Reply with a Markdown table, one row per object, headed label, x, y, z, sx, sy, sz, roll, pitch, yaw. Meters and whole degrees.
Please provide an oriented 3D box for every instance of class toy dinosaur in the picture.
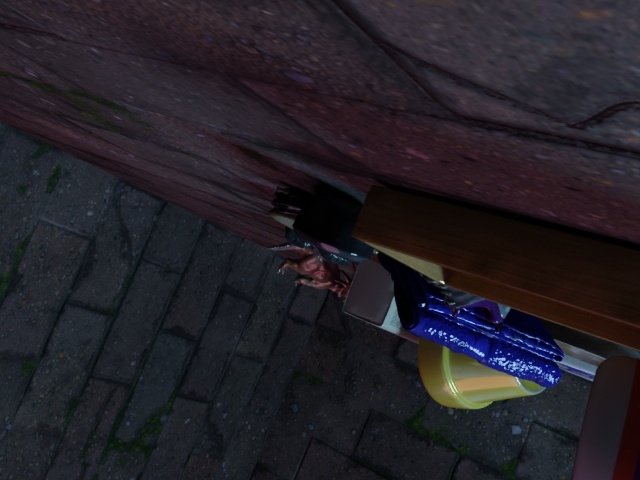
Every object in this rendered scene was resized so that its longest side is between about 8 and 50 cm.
| label | x | y | z | sx | sy | sz | roll | pitch | yaw |
| --- | --- | --- | --- | --- | --- | --- | --- | --- | --- |
| toy dinosaur | 0.008 | 0.062 | 2.141 | 0.200 | 0.127 | 0.296 | 7 | 153 | 47 |

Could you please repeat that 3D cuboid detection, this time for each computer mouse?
| label | x | y | z | sx | sy | sz | roll | pitch | yaw |
| --- | --- | --- | --- | --- | --- | --- | --- | --- | --- |
| computer mouse | 0.021 | -0.034 | 1.233 | 0.189 | 0.072 | 0.272 | 24 | -173 | -5 |

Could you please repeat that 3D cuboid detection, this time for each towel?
| label | x | y | z | sx | sy | sz | roll | pitch | yaw |
| --- | --- | --- | --- | --- | --- | --- | --- | --- | --- |
| towel | 0.248 | 0.107 | 1.368 | 0.308 | 0.076 | 0.227 | 25 | -152 | -25 |

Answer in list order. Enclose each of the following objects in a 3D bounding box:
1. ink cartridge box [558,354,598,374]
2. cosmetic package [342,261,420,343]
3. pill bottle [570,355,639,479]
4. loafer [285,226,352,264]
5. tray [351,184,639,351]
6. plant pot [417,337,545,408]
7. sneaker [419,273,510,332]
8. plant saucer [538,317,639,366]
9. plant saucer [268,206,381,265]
| label | x | y | z | sx | sy | sz | roll | pitch | yaw |
| --- | --- | --- | --- | --- | --- | --- | --- | --- | --- |
| ink cartridge box | 0.722 | 0.331 | 2.079 | 0.307 | 0.072 | 0.304 | 17 | 172 | 36 |
| cosmetic package | 0.201 | 0.161 | 2.091 | 0.129 | 0.153 | 0.296 | 18 | 173 | 38 |
| pill bottle | 0.401 | 0.226 | 0.764 | 0.323 | 0.181 | 0.181 | 12 | 172 | 20 |
| loafer | 0.000 | 0.000 | 1.845 | 0.170 | 0.062 | 0.061 | 28 | -164 | -19 |
| tray | 0.249 | 0.041 | 0.896 | 0.411 | 0.076 | 0.203 | 20 | 175 | 44 |
| plant pot | 0.396 | 0.269 | 1.943 | 0.254 | 0.254 | 0.239 | 26 | 160 | -37 |
| sneaker | 0.181 | 0.053 | 1.216 | 0.224 | 0.098 | 0.083 | 23 | 176 | -1 |
| plant saucer | 0.529 | 0.211 | 1.691 | 0.311 | 0.050 | 0.310 | 23 | 176 | 2 |
| plant saucer | 0.037 | -0.011 | 1.560 | 0.278 | 0.041 | 0.278 | 23 | 175 | 2 |
